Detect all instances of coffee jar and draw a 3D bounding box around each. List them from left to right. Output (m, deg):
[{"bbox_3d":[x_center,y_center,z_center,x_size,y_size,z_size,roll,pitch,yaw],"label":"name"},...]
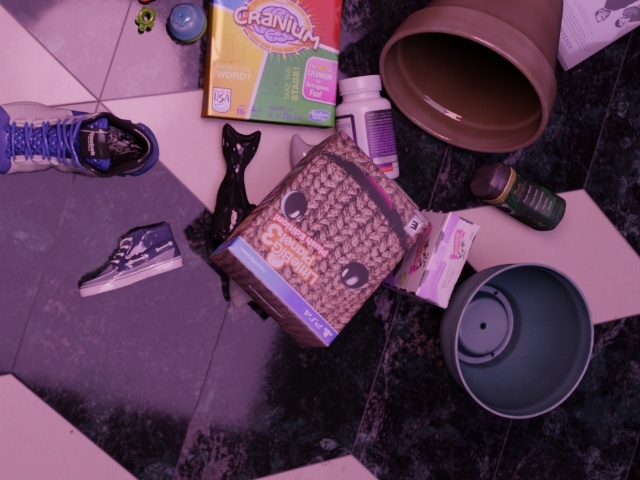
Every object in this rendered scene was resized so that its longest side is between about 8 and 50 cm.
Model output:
[{"bbox_3d":[0.397,-0.090,1.648,0.184,0.096,0.079,27,83,-19],"label":"coffee jar"}]

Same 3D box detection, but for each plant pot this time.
[{"bbox_3d":[0.310,-0.368,1.514,0.323,0.323,0.280,37,66,-17],"label":"plant pot"},{"bbox_3d":[0.352,0.180,1.603,0.293,0.196,0.293,-1,94,-18],"label":"plant pot"}]

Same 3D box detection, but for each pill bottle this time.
[{"bbox_3d":[0.084,-0.207,1.532,0.108,0.108,0.194,-10,98,-17],"label":"pill bottle"}]

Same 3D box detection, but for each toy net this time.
[{"bbox_3d":[-0.249,-0.473,1.441,0.122,0.045,0.232,10,88,9],"label":"toy net"}]

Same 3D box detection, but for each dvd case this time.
[{"bbox_3d":[0.558,-0.484,1.659,0.238,0.029,0.179,-32,104,11],"label":"dvd case"}]

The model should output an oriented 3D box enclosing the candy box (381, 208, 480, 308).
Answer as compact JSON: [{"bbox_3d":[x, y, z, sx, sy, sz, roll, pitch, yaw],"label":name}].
[{"bbox_3d":[0.198,0.028,1.540,0.070,0.196,0.165,25,86,-18],"label":"candy box"}]

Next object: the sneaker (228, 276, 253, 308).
[{"bbox_3d":[-0.049,0.080,1.529,0.262,0.099,0.121,4,104,-13],"label":"sneaker"}]

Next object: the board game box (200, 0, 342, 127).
[{"bbox_3d":[-0.086,-0.372,1.486,0.242,0.064,0.317,2,94,-18],"label":"board game box"}]

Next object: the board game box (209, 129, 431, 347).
[{"bbox_3d":[0.000,0.000,1.405,0.232,0.141,0.291,45,70,-9],"label":"board game box"}]

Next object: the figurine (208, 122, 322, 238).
[{"bbox_3d":[-0.089,-0.099,1.500,0.214,0.092,0.210,6,89,-19],"label":"figurine"}]

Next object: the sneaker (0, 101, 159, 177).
[{"bbox_3d":[-0.413,-0.168,1.336,0.315,0.182,0.128,2,92,-18],"label":"sneaker"}]

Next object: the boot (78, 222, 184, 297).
[{"bbox_3d":[-0.343,0.034,1.442,0.190,0.069,0.086,-20,93,-24],"label":"boot"}]
